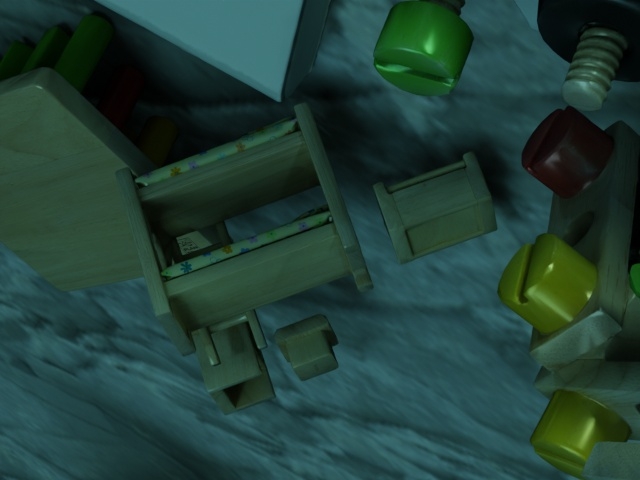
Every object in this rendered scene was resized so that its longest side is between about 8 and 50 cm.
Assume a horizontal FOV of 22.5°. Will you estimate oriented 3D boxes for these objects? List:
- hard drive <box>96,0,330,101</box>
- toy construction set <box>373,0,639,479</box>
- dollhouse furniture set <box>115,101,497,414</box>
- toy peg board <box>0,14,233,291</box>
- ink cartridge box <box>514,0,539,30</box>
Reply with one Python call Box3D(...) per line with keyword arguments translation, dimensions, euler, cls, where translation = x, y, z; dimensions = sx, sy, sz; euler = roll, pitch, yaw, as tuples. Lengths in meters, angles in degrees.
Box3D(translation=(-0.125, -0.218, 0.807), dimensions=(0.307, 0.040, 0.203), euler=(30, 140, 11), cls="hard drive")
Box3D(translation=(0.170, 0.065, 0.621), dimensions=(0.257, 0.237, 0.309), euler=(5, 152, 38), cls="toy construction set")
Box3D(translation=(0.000, 0.000, 0.903), dimensions=(0.182, 0.101, 0.161), euler=(-20, 152, 1), cls="dollhouse furniture set")
Box3D(translation=(-0.146, -0.055, 0.967), dimensions=(0.161, 0.079, 0.160), euler=(-10, 136, 43), cls="toy peg board")
Box3D(translation=(0.171, -0.150, 0.505), dimensions=(0.324, 0.071, 0.330), euler=(11, 165, 30), cls="ink cartridge box")
